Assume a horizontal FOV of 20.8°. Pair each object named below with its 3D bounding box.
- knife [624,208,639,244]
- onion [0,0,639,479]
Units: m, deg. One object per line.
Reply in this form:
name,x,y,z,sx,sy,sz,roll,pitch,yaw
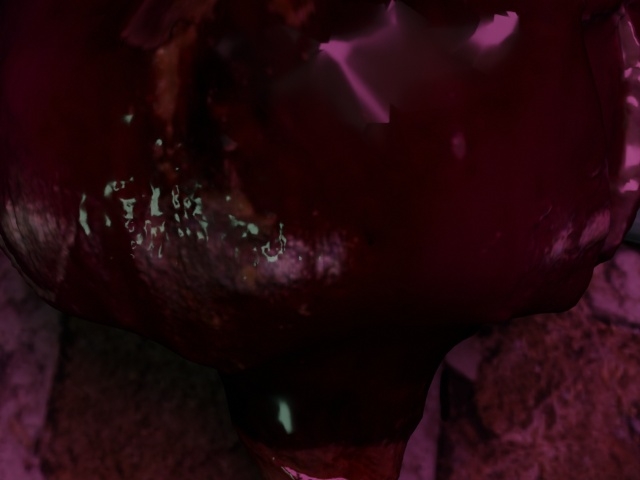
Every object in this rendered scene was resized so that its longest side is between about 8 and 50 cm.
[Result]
knife,0.279,0.011,1.234,0.260,0.034,0.063,22,64,-7
onion,0.000,0.000,1.038,0.399,0.420,0.398,-2,19,1
